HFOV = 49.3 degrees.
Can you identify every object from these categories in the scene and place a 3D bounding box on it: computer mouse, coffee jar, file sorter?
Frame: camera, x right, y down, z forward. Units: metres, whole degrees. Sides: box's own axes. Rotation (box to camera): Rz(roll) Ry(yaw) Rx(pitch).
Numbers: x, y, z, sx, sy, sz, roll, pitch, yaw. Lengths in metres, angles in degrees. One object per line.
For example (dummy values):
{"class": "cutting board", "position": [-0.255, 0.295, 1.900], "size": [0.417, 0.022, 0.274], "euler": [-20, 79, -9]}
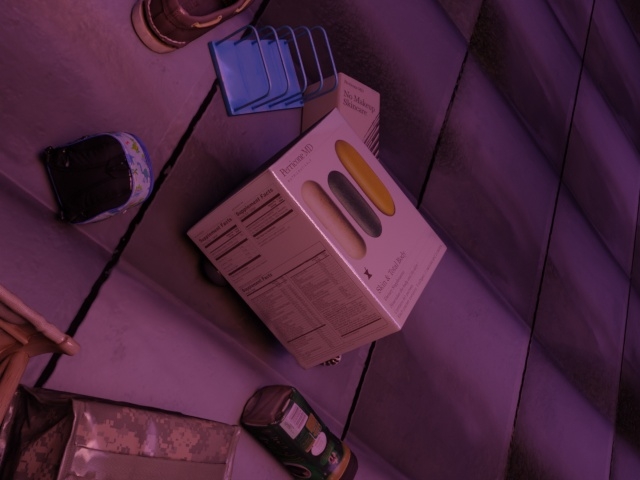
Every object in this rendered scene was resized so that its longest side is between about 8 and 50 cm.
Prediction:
{"class": "computer mouse", "position": [-0.106, -0.009, 1.066], "size": [0.071, 0.041, 0.242], "euler": [51, 42, -9]}
{"class": "coffee jar", "position": [-0.026, 0.297, 1.029], "size": [0.184, 0.096, 0.079], "euler": [53, 51, -25]}
{"class": "file sorter", "position": [-0.069, -0.276, 1.112], "size": [0.170, 0.104, 0.118], "euler": [-19, 95, -47]}

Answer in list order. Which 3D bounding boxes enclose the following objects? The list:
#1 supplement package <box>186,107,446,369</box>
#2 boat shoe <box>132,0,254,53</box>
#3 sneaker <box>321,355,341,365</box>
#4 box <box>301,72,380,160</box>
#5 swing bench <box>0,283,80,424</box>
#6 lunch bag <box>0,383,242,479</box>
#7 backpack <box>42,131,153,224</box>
{"class": "supplement package", "position": [0.000, 0.000, 0.983], "size": [0.263, 0.198, 0.199], "euler": [50, 42, -9]}
{"class": "boat shoe", "position": [-0.150, -0.395, 1.058], "size": [0.117, 0.096, 0.324], "euler": [56, 47, -21]}
{"class": "sneaker", "position": [-0.006, 0.120, 1.132], "size": [0.162, 0.063, 0.073], "euler": [70, 24, -13]}
{"class": "box", "position": [0.032, -0.134, 1.192], "size": [0.113, 0.094, 0.275], "euler": [16, 70, -43]}
{"class": "swing bench", "position": [-0.401, 0.119, 0.607], "size": [0.253, 0.165, 0.255], "euler": [53, 44, -35]}
{"class": "lunch bag", "position": [-0.239, 0.321, 0.752], "size": [0.235, 0.168, 0.287], "euler": [26, 70, -44]}
{"class": "backpack", "position": [-0.261, -0.081, 0.856], "size": [0.084, 0.114, 0.105], "euler": [-20, 95, -67]}
